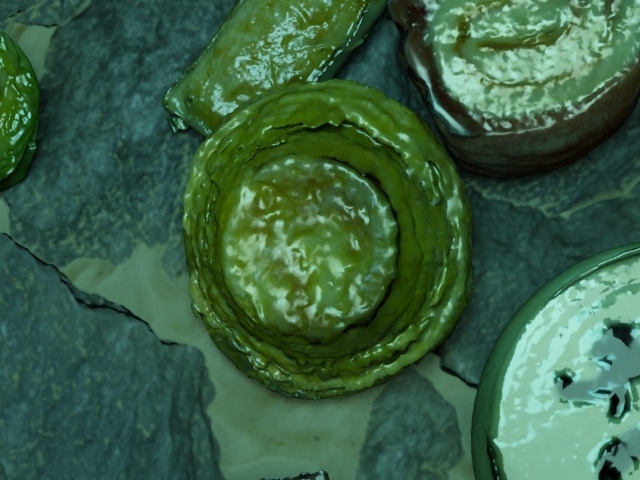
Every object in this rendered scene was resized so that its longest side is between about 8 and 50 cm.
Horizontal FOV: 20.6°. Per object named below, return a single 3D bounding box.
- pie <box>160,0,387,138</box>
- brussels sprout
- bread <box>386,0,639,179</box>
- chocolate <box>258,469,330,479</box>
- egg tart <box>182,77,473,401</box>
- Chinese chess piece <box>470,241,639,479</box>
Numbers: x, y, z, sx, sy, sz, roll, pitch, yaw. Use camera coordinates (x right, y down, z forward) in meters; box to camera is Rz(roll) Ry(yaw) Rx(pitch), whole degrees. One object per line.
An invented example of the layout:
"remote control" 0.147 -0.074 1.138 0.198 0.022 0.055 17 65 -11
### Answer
"pie" -0.029 -0.196 1.652 0.128 0.068 0.282 38 89 11
"brussels sprout" -0.336 -0.138 1.655 0.139 0.100 0.181 -20 77 -9
"bread" 0.198 -0.163 1.596 0.244 0.123 0.190 -15 80 3
"chocolate" -0.138 0.281 1.551 0.321 0.112 0.112 -12 80 1
"egg tart" 0.000 0.000 1.562 0.294 0.123 0.294 0 93 10
"Chinese chess piece" 0.304 0.171 1.512 0.349 0.146 0.349 -1 79 4
